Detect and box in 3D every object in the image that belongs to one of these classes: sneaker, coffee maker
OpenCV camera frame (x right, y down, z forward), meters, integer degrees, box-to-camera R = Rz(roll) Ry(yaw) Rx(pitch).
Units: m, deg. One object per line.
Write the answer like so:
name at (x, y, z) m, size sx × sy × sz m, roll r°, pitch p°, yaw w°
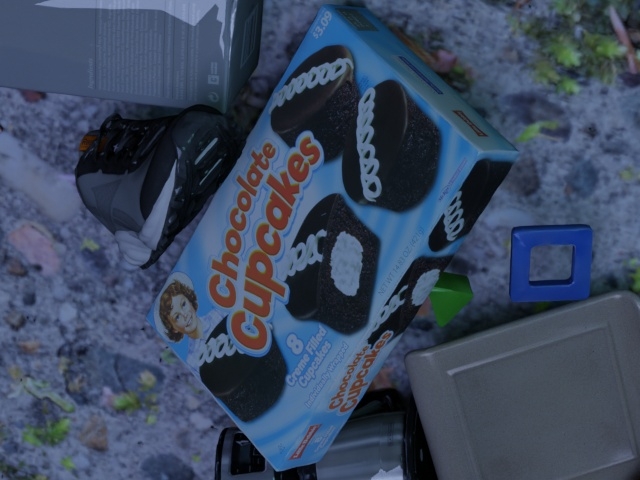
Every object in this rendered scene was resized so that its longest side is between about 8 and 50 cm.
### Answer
sneaker at (-0.135, -0.051, 1.386) m, size 0.108 × 0.271 × 0.100 m, roll 42°, pitch 70°, yaw -5°
coffee maker at (0.015, 0.222, 1.538) m, size 0.178 × 0.120 × 0.171 m, roll -9°, pitch 112°, yaw 16°

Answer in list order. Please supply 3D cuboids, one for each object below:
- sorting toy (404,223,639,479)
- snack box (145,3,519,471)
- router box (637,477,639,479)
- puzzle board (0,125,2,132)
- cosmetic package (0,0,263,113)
sorting toy at (0.181, 0.136, 1.489) m, size 0.196 × 0.047 × 0.347 m, roll -15°, pitch 116°, yaw 3°
snack box at (0.000, 0.000, 1.423) m, size 0.187 × 0.060 × 0.322 m, roll 46°, pitch 120°, yaw 29°
router box at (0.389, 0.303, 1.493) m, size 0.335 × 0.082 × 0.301 m, roll 28°, pitch 117°, yaw -13°
puzzle board at (-0.341, -0.112, 1.518) m, size 0.096 × 0.011 × 0.128 m, roll -36°, pitch 102°, yaw 23°
cosmetic package at (-0.170, -0.172, 1.394) m, size 0.238 × 0.127 × 0.107 m, roll 9°, pitch 115°, yaw 5°
